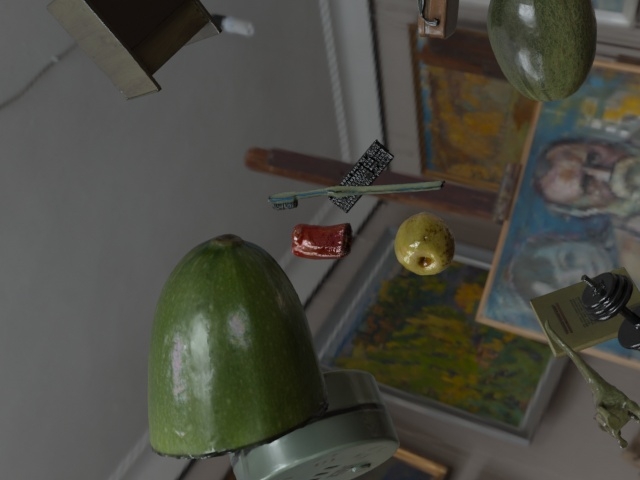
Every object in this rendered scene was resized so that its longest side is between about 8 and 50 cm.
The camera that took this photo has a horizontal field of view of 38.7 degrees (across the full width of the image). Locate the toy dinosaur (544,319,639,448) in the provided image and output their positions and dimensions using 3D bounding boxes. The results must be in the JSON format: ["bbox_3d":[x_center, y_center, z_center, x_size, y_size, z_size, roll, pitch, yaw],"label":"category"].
[{"bbox_3d":[0.502,0.279,1.653,0.072,0.200,0.251,-43,-74,-1],"label":"toy dinosaur"}]

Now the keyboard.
[{"bbox_3d":[0.089,-0.141,2.041,0.195,0.060,0.018,-50,-3,35],"label":"keyboard"}]

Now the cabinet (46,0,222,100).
[{"bbox_3d":[-0.323,-0.384,1.581,0.215,0.148,0.175,50,-116,-23],"label":"cabinet"}]

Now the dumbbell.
[{"bbox_3d":[0.527,0.124,1.573,0.099,0.208,0.099,-48,14,16],"label":"dumbbell"}]

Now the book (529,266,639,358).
[{"bbox_3d":[0.608,0.161,2.047,0.026,0.231,0.161,67,-175,-49],"label":"book"}]

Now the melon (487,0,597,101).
[{"bbox_3d":[0.519,-0.486,2.127,0.248,0.248,0.329,-34,-66,-53],"label":"melon"}]

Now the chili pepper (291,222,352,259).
[{"bbox_3d":[0.000,0.000,1.781,0.070,0.123,0.073,-39,-52,-66],"label":"chili pepper"}]

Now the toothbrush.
[{"bbox_3d":[0.059,-0.081,1.504,0.026,0.294,0.028,-91,-8,-54],"label":"toothbrush"}]

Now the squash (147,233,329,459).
[{"bbox_3d":[-0.164,0.150,1.460,0.310,0.310,0.309,-27,-76,-56],"label":"squash"}]

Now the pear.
[{"bbox_3d":[0.284,0.005,2.470,0.178,0.178,0.178,-42,-40,-48],"label":"pear"}]

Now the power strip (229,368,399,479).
[{"bbox_3d":[-0.029,0.400,1.826,0.357,0.357,0.161,41,-155,-62],"label":"power strip"}]

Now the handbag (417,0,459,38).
[{"bbox_3d":[0.276,-0.565,2.111,0.151,0.072,0.193,-53,-30,-54],"label":"handbag"}]
